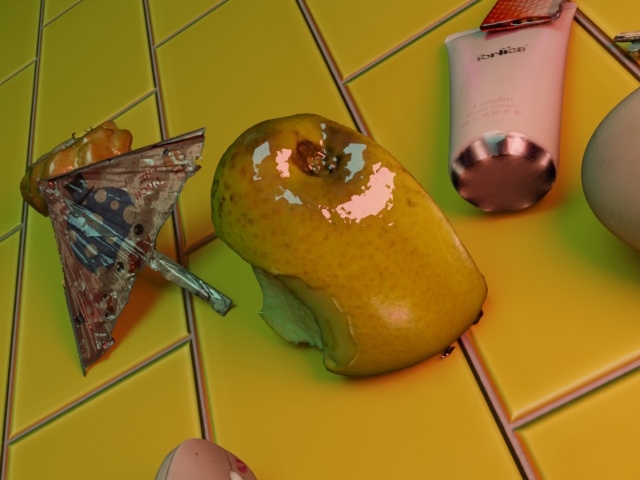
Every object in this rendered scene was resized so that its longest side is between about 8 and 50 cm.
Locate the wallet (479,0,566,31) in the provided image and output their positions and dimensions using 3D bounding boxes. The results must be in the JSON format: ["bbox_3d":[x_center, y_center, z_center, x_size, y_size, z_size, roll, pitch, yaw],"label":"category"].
[{"bbox_3d":[0.291,-0.333,1.047,0.103,0.020,0.196,-5,32,31],"label":"wallet"}]

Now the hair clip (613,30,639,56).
[{"bbox_3d":[0.434,-0.239,0.896,0.173,0.049,0.049,0,55,42],"label":"hair clip"}]

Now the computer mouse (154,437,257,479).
[{"bbox_3d":[-0.101,0.330,0.703,0.097,0.159,0.288,-15,48,32],"label":"computer mouse"}]

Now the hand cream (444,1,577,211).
[{"bbox_3d":[0.233,-0.190,0.955,0.186,0.118,0.358,-12,41,25],"label":"hand cream"}]

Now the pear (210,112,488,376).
[{"bbox_3d":[0.000,0.000,0.828,0.287,0.281,0.176,22,62,45],"label":"pear"}]

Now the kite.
[{"bbox_3d":[-0.275,0.005,1.091,0.369,0.014,0.405,31,100,17],"label":"kite"}]

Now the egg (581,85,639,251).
[{"bbox_3d":[0.403,-0.069,0.635,0.371,0.230,0.229,0,55,42],"label":"egg"}]

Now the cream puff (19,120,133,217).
[{"bbox_3d":[-0.382,-0.081,1.247,0.221,0.195,0.194,-9,48,52],"label":"cream puff"}]
